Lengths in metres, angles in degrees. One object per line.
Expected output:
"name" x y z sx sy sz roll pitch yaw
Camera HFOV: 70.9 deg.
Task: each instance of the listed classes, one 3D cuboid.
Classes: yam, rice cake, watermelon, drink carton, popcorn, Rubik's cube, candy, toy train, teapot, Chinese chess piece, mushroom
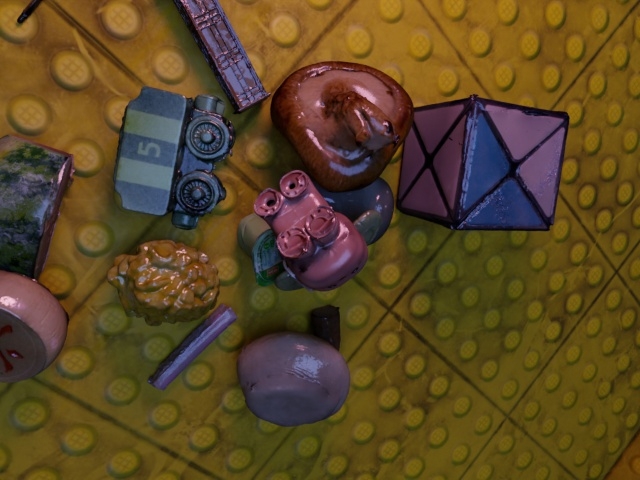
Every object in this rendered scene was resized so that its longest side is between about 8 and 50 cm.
"yam" -0.572 -0.478 0.902 0.014 0.014 0.107 39 85 -23
"rice cake" -0.317 0.267 1.123 0.270 0.049 0.055 -44 126 -9
"watermelon" -0.606 -0.047 0.912 0.224 0.180 0.305 22 98 21
"drink carton" -0.124 0.003 1.079 0.146 0.142 0.144 -18 124 -27
"yam" 0.015 0.249 1.232 0.084 0.084 0.127 -7 107 -20
"popcorn" -0.346 0.100 1.010 0.235 0.217 0.181 1 73 -15
"Rubik's cube" 0.409 -0.187 1.170 0.307 0.310 0.305 2 99 -19
"candy" -0.068 0.335 1.142 0.295 0.185 0.295 1 120 2
"toy train" -0.315 -0.179 0.987 0.238 0.167 0.299 12 94 -12
"teapot" 0.051 -0.091 1.137 0.251 0.183 0.183 13 95 -12
"Chinese chess piece" -0.644 0.173 0.900 0.250 0.103 0.249 0 124 0
"mushroom" 0.063 -0.280 1.006 0.345 0.259 0.345 3 65 -7

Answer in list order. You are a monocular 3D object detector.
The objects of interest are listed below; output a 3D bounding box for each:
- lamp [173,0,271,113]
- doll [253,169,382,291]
"lamp" -0.232 -0.447 0.997 0.089 0.090 0.325 -34 109 -11
"doll" 0.000 0.000 0.978 0.284 0.268 0.216 -34 67 3
